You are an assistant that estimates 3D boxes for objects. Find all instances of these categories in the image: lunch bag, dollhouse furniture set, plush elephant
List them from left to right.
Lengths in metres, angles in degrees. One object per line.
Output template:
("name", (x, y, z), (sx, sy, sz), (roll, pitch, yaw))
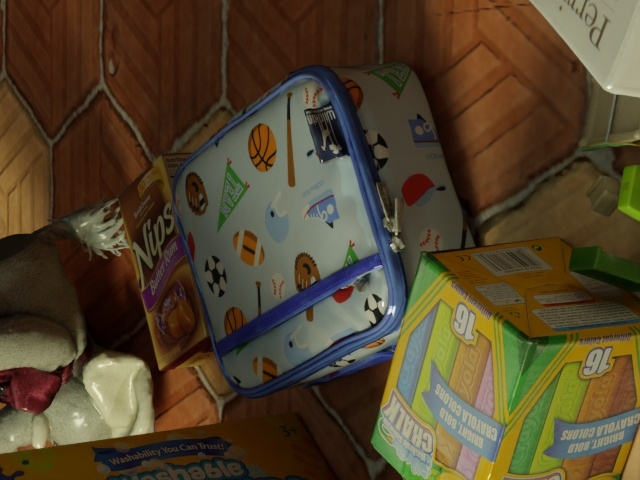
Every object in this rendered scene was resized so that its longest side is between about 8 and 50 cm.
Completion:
("plush elephant", (-0.306, 0.132, 1.787), (0.272, 0.330, 0.255), (21, 135, 67))
("lunch bag", (0.000, 0.000, 1.420), (0.303, 0.115, 0.243), (-31, 70, 54))
("dollhouse furniture set", (0.215, -0.045, 1.171), (0.076, 0.059, 0.151), (-8, 68, 63))

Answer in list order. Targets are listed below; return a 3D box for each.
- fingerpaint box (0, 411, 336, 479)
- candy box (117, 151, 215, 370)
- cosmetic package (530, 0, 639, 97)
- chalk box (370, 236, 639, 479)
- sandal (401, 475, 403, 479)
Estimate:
("fingerpaint box", (-0.142, 0.341, 1.374), (0.371, 0.445, 0.163), (56, 136, 36))
("candy box", (-0.135, 0.021, 1.674), (0.109, 0.053, 0.186), (-37, 63, 53))
("cosmetic package", (0.249, -0.320, 0.929), (0.230, 0.162, 0.453), (-119, 39, -51))
("chalk box", (0.132, 0.124, 1.220), (0.132, 0.132, 0.213), (41, 128, 46))
("sandal", (0.118, 0.237, 1.318), (0.060, 0.090, 0.219), (125, 126, -73))
